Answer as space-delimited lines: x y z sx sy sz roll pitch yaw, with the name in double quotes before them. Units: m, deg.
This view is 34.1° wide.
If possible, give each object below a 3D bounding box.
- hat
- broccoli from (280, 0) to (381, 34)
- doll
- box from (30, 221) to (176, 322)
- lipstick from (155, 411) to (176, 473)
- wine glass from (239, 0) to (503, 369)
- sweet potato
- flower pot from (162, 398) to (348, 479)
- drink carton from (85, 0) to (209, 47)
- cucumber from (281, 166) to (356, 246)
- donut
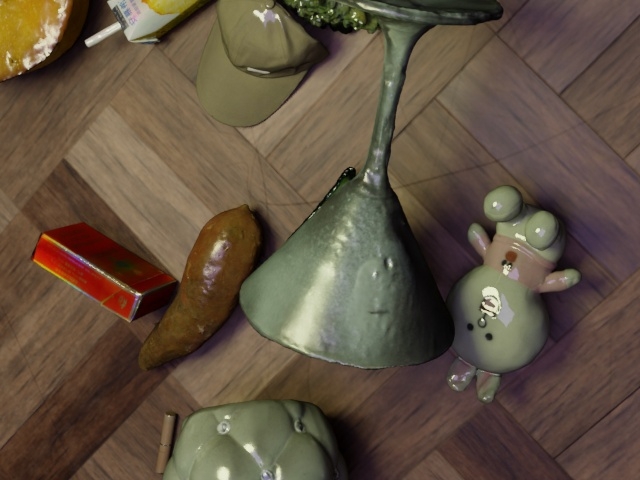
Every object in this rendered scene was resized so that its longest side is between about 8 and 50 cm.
"hat" -0.102 -0.233 1.350 0.166 0.144 0.173 37 96 7
"broccoli" 0.033 -0.383 1.250 0.242 0.180 0.273 36 107 11
"doll" 0.236 0.066 1.302 0.154 0.113 0.275 22 112 24
"box" -0.303 0.043 1.466 0.175 0.112 0.048 31 107 13
"lipstick" -0.227 0.297 1.530 0.019 0.019 0.094 14 103 15
"wine glass" 0.062 -0.085 1.180 0.267 0.267 0.406 17 118 15
"sweet potato" -0.165 0.081 1.437 0.097 0.097 0.292 36 108 9
"flower pot" -0.085 0.320 1.374 0.246 0.246 0.195 -12 70 19
"drink carton" -0.225 -0.315 1.401 0.200 0.074 0.084 -30 88 21
"cucumber" 0.000 0.000 1.397 0.070 0.046 0.220 42 110 5
"donut" -0.449 -0.358 1.450 0.302 0.110 0.303 2 97 19
